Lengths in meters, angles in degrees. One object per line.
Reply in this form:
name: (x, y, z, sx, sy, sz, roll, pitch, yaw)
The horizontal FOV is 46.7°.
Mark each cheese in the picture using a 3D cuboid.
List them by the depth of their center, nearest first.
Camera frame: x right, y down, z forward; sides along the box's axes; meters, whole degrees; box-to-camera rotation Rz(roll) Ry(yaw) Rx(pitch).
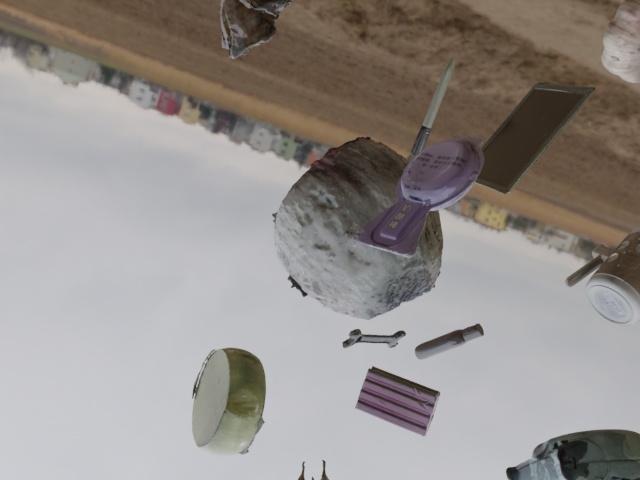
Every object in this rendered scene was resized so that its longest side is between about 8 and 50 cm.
cheese: (0.123, -0.059, 0.866, 0.105, 0.191, 0.042, 19, 150, 49)

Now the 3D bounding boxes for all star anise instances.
star anise: (-0.111, -0.486, 1.355, 0.117, 0.332, 0.331, 12, -171, -25)

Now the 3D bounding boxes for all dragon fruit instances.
dragon fruit: (0.083, -0.020, 1.223, 0.283, 0.204, 0.221, -27, -126, -19)

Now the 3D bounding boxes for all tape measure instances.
tape measure: (0.575, 0.489, 1.585, 0.275, 0.147, 0.256, 5, 151, -16)

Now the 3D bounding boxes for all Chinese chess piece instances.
Chinese chess piece: (-0.163, 0.284, 1.309, 0.083, 0.188, 0.188, 16, -173, -24)

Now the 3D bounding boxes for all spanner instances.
spanner: (0.118, 0.212, 1.596, 0.015, 0.054, 0.254, 52, -161, 26)

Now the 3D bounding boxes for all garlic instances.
garlic: (0.780, -0.458, 1.661, 0.245, 0.245, 0.253, 15, -161, -35)

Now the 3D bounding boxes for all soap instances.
soap: (0.206, 0.428, 1.980, 0.203, 0.122, 0.065, 20, -175, 15)

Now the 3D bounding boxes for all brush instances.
brush: (0.243, -0.270, 1.681, 0.042, 0.299, 0.039, 15, -159, -9)

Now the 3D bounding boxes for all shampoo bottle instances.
shampoo bottle: (0.305, 0.238, 1.746, 0.165, 0.040, 0.080, -25, 168, 27)

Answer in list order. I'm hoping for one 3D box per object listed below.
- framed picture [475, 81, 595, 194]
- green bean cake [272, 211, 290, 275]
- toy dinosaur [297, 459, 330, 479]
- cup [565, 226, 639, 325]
framed picture: (0.391, -0.199, 1.425, 0.014, 0.252, 0.197, 40, -179, -21)
green bean cake: (0.000, 0.000, 1.580, 0.094, 0.173, 0.181, -24, 167, 33)
toy dinosaur: (0.003, 0.635, 1.803, 0.207, 0.327, 0.113, 59, -176, 15)
cup: (0.345, 0.035, 0.848, 0.102, 0.099, 0.074, 34, 153, 33)
